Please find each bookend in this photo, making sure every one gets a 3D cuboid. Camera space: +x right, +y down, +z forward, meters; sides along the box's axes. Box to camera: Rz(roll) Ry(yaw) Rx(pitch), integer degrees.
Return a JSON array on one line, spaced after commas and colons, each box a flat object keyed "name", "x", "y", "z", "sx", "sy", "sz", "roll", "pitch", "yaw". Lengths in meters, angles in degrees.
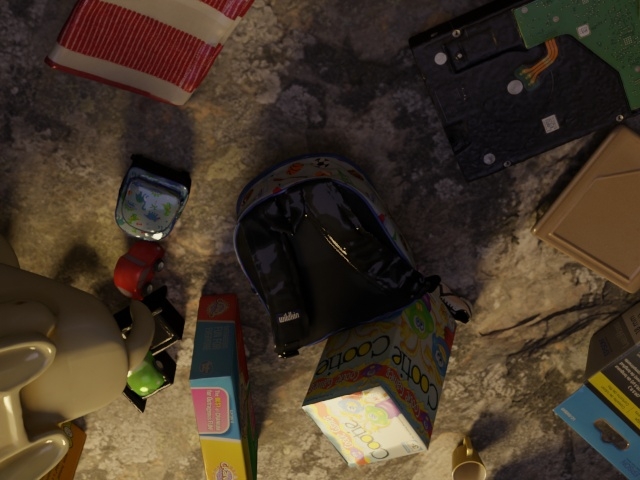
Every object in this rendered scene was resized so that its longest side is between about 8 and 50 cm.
[{"name": "bookend", "x": -0.281, "y": 0.184, "z": 1.615, "sx": 0.156, "sy": 0.072, "sz": 0.157, "roll": -29, "pitch": 115, "yaw": 13}]

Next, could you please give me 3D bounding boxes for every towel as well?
[{"name": "towel", "x": -0.193, "y": -0.334, "z": 1.295, "sx": 0.237, "sy": 0.037, "sz": 0.329, "roll": 12, "pitch": 124, "yaw": -48}]

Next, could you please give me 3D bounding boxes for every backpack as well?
[{"name": "backpack", "x": 0.000, "y": 0.000, "z": 1.450, "sx": 0.277, "sy": 0.213, "sz": 0.263, "roll": -25, "pitch": 123, "yaw": 7}, {"name": "backpack", "x": -0.263, "y": -0.056, "z": 1.484, "sx": 0.105, "sy": 0.084, "sz": 0.114, "roll": 21, "pitch": 118, "yaw": -9}]

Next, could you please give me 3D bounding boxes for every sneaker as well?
[{"name": "sneaker", "x": 0.208, "y": 0.102, "z": 1.599, "sx": 0.109, "sy": 0.043, "sz": 0.040, "roll": 27, "pitch": 116, "yaw": -12}]

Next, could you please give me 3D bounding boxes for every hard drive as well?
[{"name": "hard drive", "x": 0.326, "y": -0.253, "z": 1.405, "sx": 0.339, "sy": 0.064, "sz": 0.237, "roll": -23, "pitch": 116, "yaw": 11}]

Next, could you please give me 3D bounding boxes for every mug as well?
[{"name": "mug", "x": 0.268, "y": 0.397, "z": 1.742, "sx": 0.062, "sy": 0.064, "sz": 0.078, "roll": 28, "pitch": 113, "yaw": -14}]

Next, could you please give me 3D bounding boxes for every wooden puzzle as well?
[{"name": "wooden puzzle", "x": 0.483, "y": -0.049, "z": 1.531, "sx": 0.239, "sy": 0.044, "sz": 0.221, "roll": 27, "pitch": 114, "yaw": -19}]

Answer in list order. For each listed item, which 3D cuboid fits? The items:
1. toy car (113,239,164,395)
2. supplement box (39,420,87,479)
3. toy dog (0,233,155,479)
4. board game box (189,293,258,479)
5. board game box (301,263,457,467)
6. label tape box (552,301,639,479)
[{"name": "toy car", "x": -0.316, "y": 0.140, "z": 1.521, "sx": 0.239, "sy": 0.053, "sz": 0.225, "roll": -35, "pitch": 69, "yaw": 12}, {"name": "supplement box", "x": -0.601, "y": 0.326, "z": 1.615, "sx": 0.194, "sy": 0.195, "sz": 0.356, "roll": -37, "pitch": 112, "yaw": 17}, {"name": "toy dog", "x": -0.487, "y": 0.105, "z": 1.400, "sx": 0.395, "sy": 0.408, "sz": 0.284, "roll": -34, "pitch": 141, "yaw": -27}, {"name": "board game box", "x": -0.153, "y": 0.283, "z": 1.576, "sx": 0.064, "sy": 0.242, "sz": 0.316, "roll": -5, "pitch": 118, "yaw": 0}, {"name": "board game box", "x": 0.100, "y": 0.190, "z": 1.495, "sx": 0.142, "sy": 0.275, "sz": 0.144, "roll": -20, "pitch": 118, "yaw": 31}, {"name": "label tape box", "x": 0.584, "y": 0.227, "z": 1.637, "sx": 0.334, "sy": 0.106, "sz": 0.241, "roll": -41, "pitch": 111, "yaw": 19}]
